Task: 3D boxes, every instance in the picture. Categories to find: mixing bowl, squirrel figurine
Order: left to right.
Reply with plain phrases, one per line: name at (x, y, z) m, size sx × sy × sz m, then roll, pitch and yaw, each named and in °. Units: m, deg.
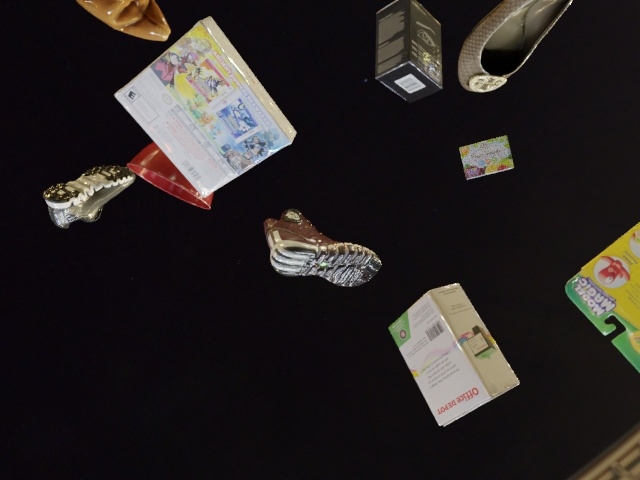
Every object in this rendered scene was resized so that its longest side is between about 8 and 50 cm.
squirrel figurine at (-0.537, -0.668, 1.162) m, size 0.396 × 0.370 × 0.281 m, roll 9°, pitch -87°, yaw -5°
mixing bowl at (-0.284, -0.148, 1.053) m, size 0.181 × 0.181 × 0.098 m, roll 28°, pitch -100°, yaw -16°

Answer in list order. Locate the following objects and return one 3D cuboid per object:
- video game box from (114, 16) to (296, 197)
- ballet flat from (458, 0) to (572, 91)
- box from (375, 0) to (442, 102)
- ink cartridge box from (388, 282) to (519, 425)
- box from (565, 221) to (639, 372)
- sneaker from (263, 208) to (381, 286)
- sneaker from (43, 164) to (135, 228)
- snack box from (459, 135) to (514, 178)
video game box at (-0.170, -0.190, 0.779) m, size 0.205 × 0.187 × 0.048 m, roll 52°, pitch -149°, yaw -23°
ballet flat at (0.232, -0.245, 0.596) m, size 0.084 × 0.250 × 0.058 m, roll -4°, pitch -111°, yaw -16°
box at (0.229, -0.493, 1.349) m, size 0.153 × 0.108 × 0.207 m, roll 21°, pitch -115°, yaw -42°
ink cartridge box at (0.317, 0.279, 1.280) m, size 0.117 × 0.201 × 0.278 m, roll -8°, pitch -121°, yaw -34°
box at (0.296, 0.019, 0.405) m, size 0.043 × 0.179 × 0.105 m, roll 7°, pitch -138°, yaw -56°
sneaker at (0.000, 0.000, 1.104) m, size 0.281 × 0.163 × 0.106 m, roll 15°, pitch -56°, yaw -41°
sneaker at (-0.524, -0.099, 1.195) m, size 0.078 × 0.106 × 0.234 m, roll 27°, pitch -145°, yaw 16°
snack box at (0.504, -0.251, 1.584) m, size 0.141 × 0.037 × 0.100 m, roll -13°, pitch -90°, yaw 16°
